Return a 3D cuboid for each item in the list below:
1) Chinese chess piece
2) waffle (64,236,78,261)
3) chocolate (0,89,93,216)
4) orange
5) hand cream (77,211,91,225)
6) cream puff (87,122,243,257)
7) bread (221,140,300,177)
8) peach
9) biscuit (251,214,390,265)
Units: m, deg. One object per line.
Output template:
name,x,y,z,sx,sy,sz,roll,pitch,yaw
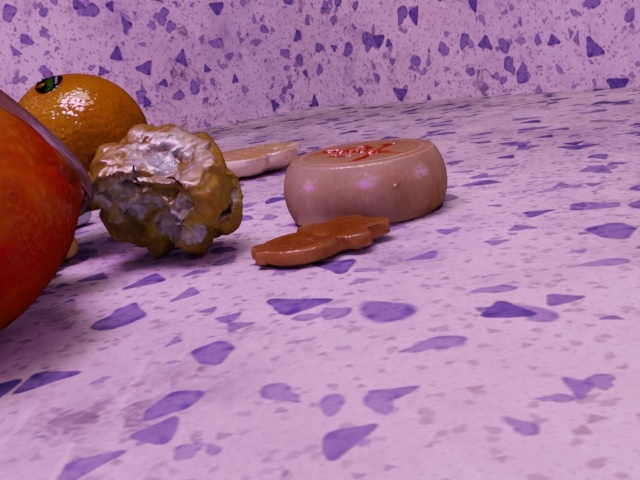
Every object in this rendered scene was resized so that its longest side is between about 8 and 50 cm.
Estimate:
Chinese chess piece,0.068,-0.090,1.189,0.251,0.097,0.251,-8,14,2
waffle,-0.561,0.007,1.132,0.382,0.095,0.379,-11,20,-24
chocolate,-0.396,-0.121,0.960,0.161,0.261,0.083,-17,43,29
orange,-0.375,-0.151,1.208,0.236,0.236,0.236,-8,13,2
hand cream,-0.553,-0.022,1.370,0.109,0.067,0.321,28,35,33
cream puff,-0.214,-0.064,1.097,0.221,0.194,0.195,16,20,13
bread,-0.196,-0.186,1.845,0.316,0.054,0.316,-9,12,2
peach,-0.429,-0.018,0.771,0.373,0.290,0.372,-31,-11,-7
biscuit,0.006,0.001,1.003,0.133,0.027,0.184,4,20,40
